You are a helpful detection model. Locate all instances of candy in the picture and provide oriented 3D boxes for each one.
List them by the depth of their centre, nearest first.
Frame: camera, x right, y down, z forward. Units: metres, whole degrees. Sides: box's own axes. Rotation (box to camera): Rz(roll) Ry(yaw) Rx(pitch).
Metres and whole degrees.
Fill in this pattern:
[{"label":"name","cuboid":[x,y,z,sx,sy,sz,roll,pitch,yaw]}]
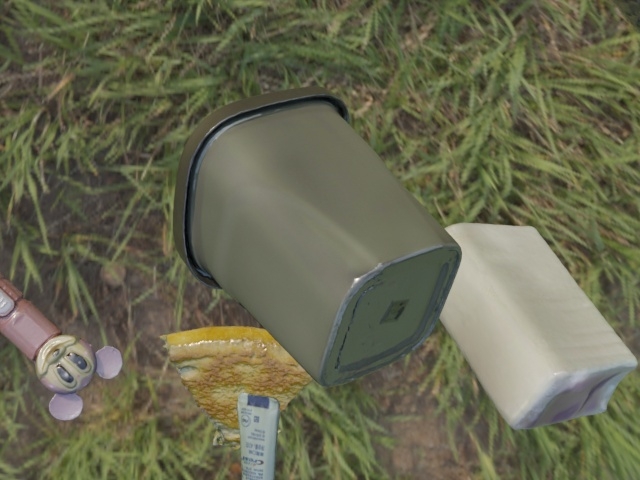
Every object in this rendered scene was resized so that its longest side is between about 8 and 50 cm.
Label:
[{"label":"candy","cuboid":[0.331,0.128,1.695,0.208,0.359,0.145,-3,135,-29]}]

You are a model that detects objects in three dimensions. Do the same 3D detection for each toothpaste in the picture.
[{"label":"toothpaste","cuboid":[-0.080,0.302,1.322,0.062,0.037,0.216,4,100,23]}]

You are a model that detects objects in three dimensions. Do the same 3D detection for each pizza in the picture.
[{"label":"pizza","cuboid":[-0.149,0.253,1.757,0.279,0.075,0.288,11,129,-7]}]

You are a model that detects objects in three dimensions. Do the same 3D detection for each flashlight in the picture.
[{"label":"flashlight","cuboid":[-0.165,0.049,0.583,0.110,0.031,0.052,45,75,-6]}]

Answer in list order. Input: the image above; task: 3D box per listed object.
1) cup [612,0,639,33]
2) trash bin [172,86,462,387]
[{"label":"cup","cuboid":[0.363,-0.240,0.770,0.257,0.227,0.301,21,110,-23]},{"label":"trash bin","cuboid":[0.000,0.000,1.089,0.219,0.250,0.219,-19,140,-34]}]
